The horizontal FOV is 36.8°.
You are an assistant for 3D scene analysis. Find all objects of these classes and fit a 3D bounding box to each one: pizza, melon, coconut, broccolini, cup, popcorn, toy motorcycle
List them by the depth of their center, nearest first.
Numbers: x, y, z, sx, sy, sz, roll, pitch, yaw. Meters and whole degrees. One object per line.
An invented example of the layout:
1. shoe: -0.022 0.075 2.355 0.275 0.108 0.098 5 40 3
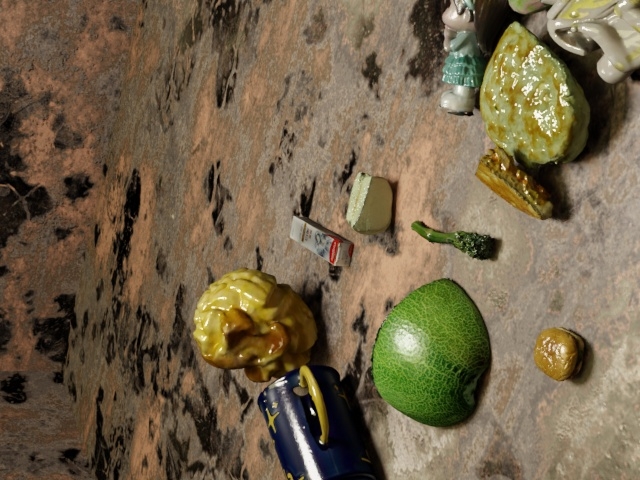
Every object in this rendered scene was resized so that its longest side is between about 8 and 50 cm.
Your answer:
1. toy motorcycle: 0.410 -0.315 1.271 0.341 0.108 0.222 12 121 49
2. pizza: 0.295 -0.094 1.485 0.046 0.134 0.175 -45 48 -2
3. coconut: 0.327 -0.390 1.490 0.082 0.081 0.083 117 136 -57
4. melon: 0.184 0.211 1.637 0.169 0.129 0.265 35 117 53
5. broccolini: 0.225 -0.005 1.677 0.054 0.051 0.239 -43 22 -12
6. cup: -0.021 0.381 1.871 0.178 0.255 0.256 -31 52 10
7. popcorn: -0.130 0.180 2.093 0.225 0.265 0.332 -63 -7 6

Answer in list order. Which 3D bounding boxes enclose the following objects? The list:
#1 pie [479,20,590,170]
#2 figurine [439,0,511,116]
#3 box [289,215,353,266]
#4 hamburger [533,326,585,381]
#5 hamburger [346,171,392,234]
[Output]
1. pie: 0.325 -0.213 1.465 0.248 0.090 0.201 -119 29 -42
2. figurine: 0.249 -0.329 1.578 0.138 0.110 0.245 -70 -11 -71
3. box: 0.000 0.000 2.074 0.218 0.040 0.055 29 111 58
4. hamburger: 0.351 0.167 1.422 0.083 0.044 0.076 18 104 57
5. hamburger: 0.101 -0.064 1.855 0.054 0.084 0.121 -2 67 53
